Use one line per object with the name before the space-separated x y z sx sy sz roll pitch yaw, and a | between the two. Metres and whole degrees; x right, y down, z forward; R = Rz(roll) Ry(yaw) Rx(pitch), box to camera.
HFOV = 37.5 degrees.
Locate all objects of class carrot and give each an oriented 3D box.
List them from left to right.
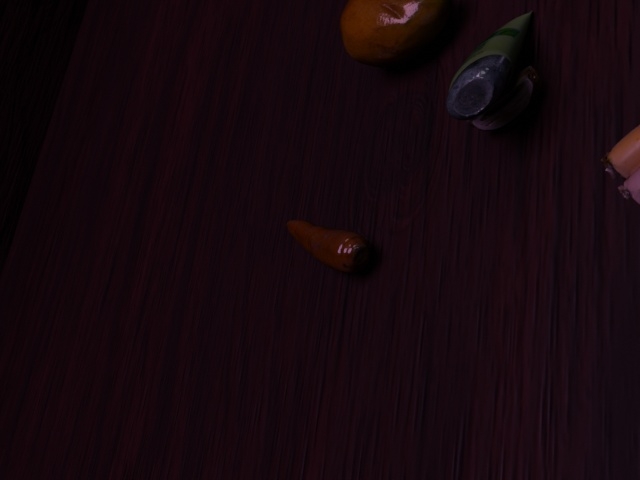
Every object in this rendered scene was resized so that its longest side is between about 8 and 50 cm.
carrot | 0.000 0.000 1.104 0.048 0.048 0.216 -65 26 -1

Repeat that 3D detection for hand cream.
hand cream | 0.163 -0.171 0.928 0.095 0.046 0.175 -43 10 33

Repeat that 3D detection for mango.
mango | 0.087 -0.256 1.114 0.115 0.089 0.165 -55 34 -3

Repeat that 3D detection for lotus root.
lotus root | 0.184 -0.136 0.927 0.083 0.030 0.037 -35 16 36

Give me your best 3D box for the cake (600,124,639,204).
cake | 0.278 -0.003 0.610 0.090 0.109 0.225 -46 35 28
